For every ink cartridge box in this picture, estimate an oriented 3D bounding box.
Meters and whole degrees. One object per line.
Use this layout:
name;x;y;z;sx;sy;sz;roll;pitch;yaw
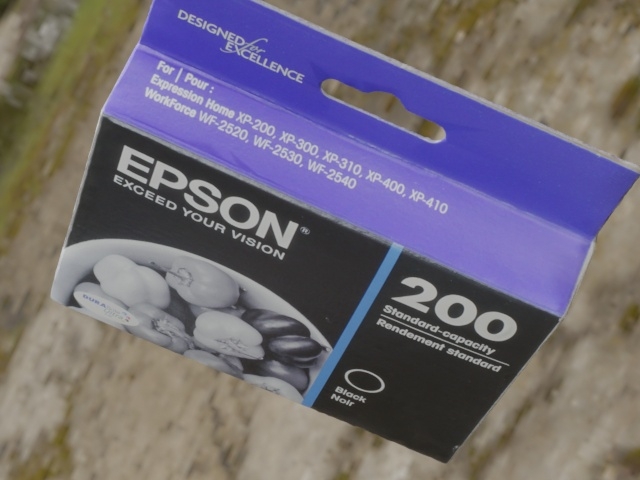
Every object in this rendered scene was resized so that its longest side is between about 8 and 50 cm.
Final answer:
ink cartridge box;0.000;0.000;0.736;0.208;0.206;0.045;116;177;-53
